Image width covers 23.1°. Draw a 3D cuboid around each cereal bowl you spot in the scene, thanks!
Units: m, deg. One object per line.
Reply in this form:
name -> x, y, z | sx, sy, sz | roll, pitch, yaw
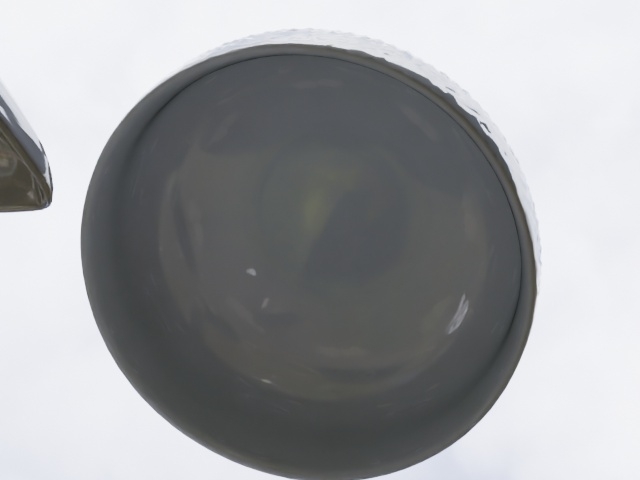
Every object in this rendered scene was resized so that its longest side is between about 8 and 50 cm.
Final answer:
cereal bowl -> 0.000, 0.000, 1.159 | 0.338, 0.141, 0.339 | 5, -67, 11

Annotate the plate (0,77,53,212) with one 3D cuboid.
plate -> -0.278, -0.128, 0.798 | 0.045, 0.278, 0.277 | -51, -57, -33
